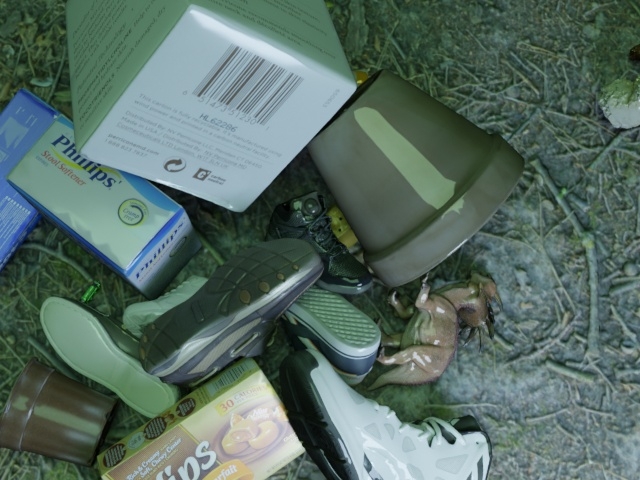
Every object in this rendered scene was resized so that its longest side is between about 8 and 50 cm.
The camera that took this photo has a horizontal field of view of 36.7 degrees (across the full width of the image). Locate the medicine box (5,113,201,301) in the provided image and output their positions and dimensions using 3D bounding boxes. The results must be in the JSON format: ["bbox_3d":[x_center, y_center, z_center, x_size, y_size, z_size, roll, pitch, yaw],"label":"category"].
[{"bbox_3d":[-0.366,-0.046,1.681,0.263,0.289,0.149,37,80,8],"label":"medicine box"}]

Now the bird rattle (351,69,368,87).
[{"bbox_3d":[-0.011,-0.262,1.788,0.254,0.207,0.143,12,59,-7],"label":"bird rattle"}]

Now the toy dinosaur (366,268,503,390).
[{"bbox_3d":[0.207,0.172,1.724,0.200,0.127,0.295,29,90,-16],"label":"toy dinosaur"}]

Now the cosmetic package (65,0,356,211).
[{"bbox_3d":[-0.198,-0.326,1.606,0.329,0.327,0.393,20,39,-35],"label":"cosmetic package"}]

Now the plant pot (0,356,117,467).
[{"bbox_3d":[-0.451,0.309,1.673,0.165,0.167,0.167,21,78,-3],"label":"plant pot"}]

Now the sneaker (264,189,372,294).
[{"bbox_3d":[0.000,0.000,1.691,0.227,0.130,0.087,36,45,28],"label":"sneaker"}]

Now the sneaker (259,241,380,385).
[{"bbox_3d":[-0.021,0.132,1.721,0.126,0.127,0.321,-18,47,-29],"label":"sneaker"}]

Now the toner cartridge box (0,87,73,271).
[{"bbox_3d":[-0.586,-0.095,1.788,0.165,0.075,0.348,36,79,-5],"label":"toner cartridge box"}]

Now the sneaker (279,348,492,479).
[{"bbox_3d":[0.124,0.325,1.637,0.257,0.169,0.447,-35,105,-22],"label":"sneaker"}]

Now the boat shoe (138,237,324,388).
[{"bbox_3d":[-0.140,0.126,1.640,0.355,0.130,0.132,-33,43,8],"label":"boat shoe"}]

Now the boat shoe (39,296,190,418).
[{"bbox_3d":[-0.367,0.200,1.727,0.305,0.091,0.109,36,113,9],"label":"boat shoe"}]

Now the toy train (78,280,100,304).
[{"bbox_3d":[-0.435,0.109,1.781,0.017,0.023,0.083,32,79,7],"label":"toy train"}]

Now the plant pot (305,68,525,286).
[{"bbox_3d":[0.137,-0.130,1.649,0.323,0.323,0.280,-45,100,-9],"label":"plant pot"}]

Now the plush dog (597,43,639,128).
[{"bbox_3d":[0.686,-0.301,1.811,0.262,0.210,0.225,28,52,4],"label":"plush dog"}]

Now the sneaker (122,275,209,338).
[{"bbox_3d":[-0.245,0.117,1.738,0.232,0.090,0.115,-1,49,-25],"label":"sneaker"}]

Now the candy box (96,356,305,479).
[{"bbox_3d":[-0.198,0.361,1.653,0.316,0.087,0.183,-33,110,-7],"label":"candy box"}]

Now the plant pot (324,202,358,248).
[{"bbox_3d":[0.024,-0.021,1.782,0.081,0.083,0.081,-40,80,-8],"label":"plant pot"}]
